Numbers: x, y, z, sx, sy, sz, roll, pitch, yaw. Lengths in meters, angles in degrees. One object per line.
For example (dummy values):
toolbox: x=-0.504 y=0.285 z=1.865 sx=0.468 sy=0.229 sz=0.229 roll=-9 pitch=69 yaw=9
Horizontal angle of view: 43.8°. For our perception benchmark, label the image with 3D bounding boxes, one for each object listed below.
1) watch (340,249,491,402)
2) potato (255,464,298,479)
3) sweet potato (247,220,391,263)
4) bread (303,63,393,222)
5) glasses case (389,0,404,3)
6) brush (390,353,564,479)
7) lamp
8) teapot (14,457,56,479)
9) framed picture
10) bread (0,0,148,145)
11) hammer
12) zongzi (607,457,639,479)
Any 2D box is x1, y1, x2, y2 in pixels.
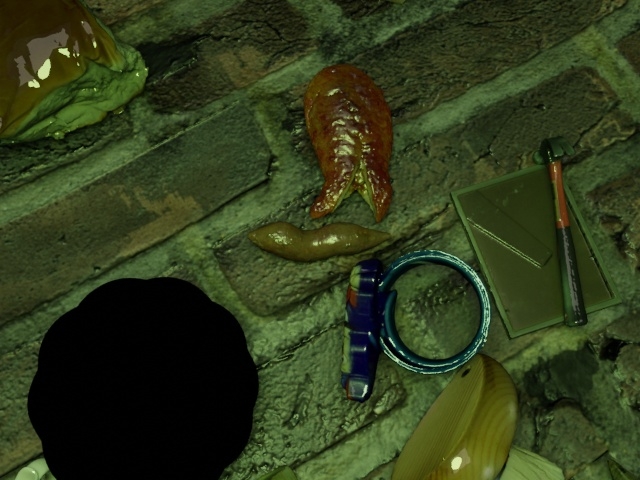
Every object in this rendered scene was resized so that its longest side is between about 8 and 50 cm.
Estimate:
watch: x=0.134 y=0.109 z=1.098 sx=0.200 sy=0.171 sz=0.196 roll=0 pitch=94 yaw=9
potato: x=-0.070 y=0.453 z=0.971 sx=0.112 sy=0.269 sz=0.255 roll=-33 pitch=86 yaw=27
sweet potato: x=-0.001 y=0.003 z=1.202 sx=0.218 sy=0.065 sz=0.051 roll=0 pitch=37 yaw=-9
bread: x=0.046 y=-0.157 z=1.237 sx=0.139 sy=0.095 sz=0.269 roll=-3 pitch=65 yaw=-2
glasses case: x=0.068 y=-0.489 z=1.372 sx=0.193 sy=0.070 sz=0.103 roll=17 pitch=70 yaw=7
brush: x=0.222 y=0.283 z=1.052 sx=0.166 sy=0.174 sz=0.267 roll=40 pitch=51 yaw=-5
lamp: x=-0.233 y=0.198 z=1.040 sx=0.305 sy=0.239 sz=0.306 roll=9 pitch=75 yaw=-39
teapot: x=-0.416 y=0.422 z=1.015 sx=0.204 sy=0.139 sz=0.298 roll=17 pitch=72 yaw=10
framed picture: x=0.325 y=0.010 z=1.215 sx=0.184 sy=0.016 sz=0.250 roll=-18 pitch=70 yaw=-5
bread: x=-0.444 y=-0.274 z=1.222 sx=0.279 sy=0.225 sz=0.250 roll=-42 pitch=73 yaw=-8
hammer: x=0.358 y=-0.016 z=1.175 sx=0.033 sy=0.111 sz=0.288 roll=-4 pitch=78 yaw=-1
zongzi: x=0.422 y=0.463 z=1.000 sx=0.300 sy=0.138 sz=0.286 roll=38 pitch=82 yaw=28
